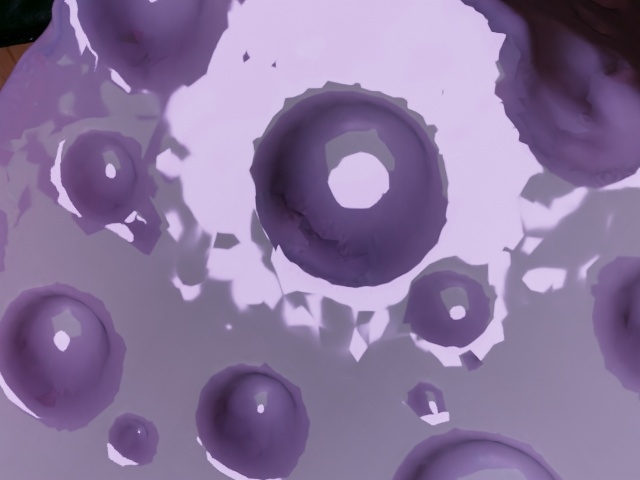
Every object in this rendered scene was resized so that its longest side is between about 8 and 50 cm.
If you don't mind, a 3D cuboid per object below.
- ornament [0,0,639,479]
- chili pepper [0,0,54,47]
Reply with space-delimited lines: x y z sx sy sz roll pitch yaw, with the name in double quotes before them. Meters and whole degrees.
"ornament" 0.033 0.008 0.656 0.239 0.240 0.240 39 112 8
"chili pepper" -0.111 -0.149 0.708 0.165 0.261 0.174 -44 69 46
